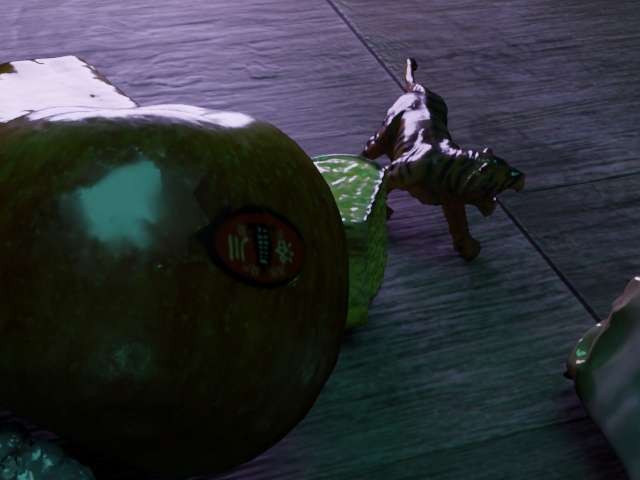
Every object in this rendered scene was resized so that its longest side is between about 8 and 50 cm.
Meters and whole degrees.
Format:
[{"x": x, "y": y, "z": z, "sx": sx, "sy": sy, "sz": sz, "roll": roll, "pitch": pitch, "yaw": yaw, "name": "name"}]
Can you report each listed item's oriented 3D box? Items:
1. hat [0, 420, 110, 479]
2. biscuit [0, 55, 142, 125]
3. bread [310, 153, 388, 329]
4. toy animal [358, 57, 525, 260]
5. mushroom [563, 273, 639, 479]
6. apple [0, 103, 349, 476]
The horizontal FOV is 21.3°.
[{"x": -0.204, "y": 0.223, "z": 1.047, "sx": 0.140, "sy": 0.129, "sz": 0.227, "roll": 36, "pitch": 54, "yaw": -17, "name": "hat"}, {"x": -0.250, "y": -0.080, "z": 1.366, "sx": 0.237, "sy": 0.062, "sz": 0.291, "roll": -11, "pitch": 26, "yaw": -28, "name": "biscuit"}, {"x": 0.000, "y": 0.000, "z": 1.369, "sx": 0.111, "sy": 0.114, "sz": 0.129, "roll": 10, "pitch": 35, "yaw": 3, "name": "bread"}, {"x": 0.088, "y": -0.096, "z": 1.513, "sx": 0.114, "sy": 0.116, "sz": 0.255, "roll": 5, "pitch": 39, "yaw": -16, "name": "toy animal"}, {"x": 0.387, "y": 0.028, "z": 1.244, "sx": 0.314, "sy": 0.397, "sz": 0.224, "roll": -7, "pitch": 45, "yaw": -31, "name": "mushroom"}, {"x": -0.125, "y": 0.017, "z": 1.144, "sx": 0.277, "sy": 0.250, "sz": 0.309, "roll": 21, "pitch": -5, "yaw": 30, "name": "apple"}]
